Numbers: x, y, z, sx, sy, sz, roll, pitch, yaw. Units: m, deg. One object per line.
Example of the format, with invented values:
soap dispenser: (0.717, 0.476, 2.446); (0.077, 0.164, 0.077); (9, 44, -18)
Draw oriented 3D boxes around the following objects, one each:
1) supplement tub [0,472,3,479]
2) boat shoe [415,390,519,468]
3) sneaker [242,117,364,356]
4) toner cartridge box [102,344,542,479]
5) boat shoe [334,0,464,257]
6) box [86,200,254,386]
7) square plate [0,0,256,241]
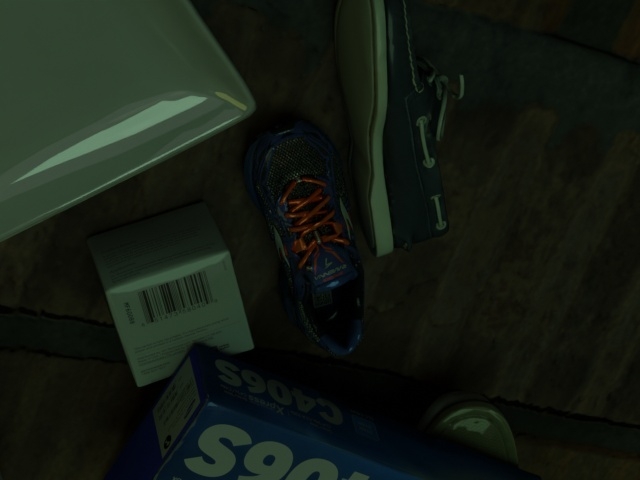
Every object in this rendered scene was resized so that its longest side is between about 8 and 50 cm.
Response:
supplement tub: (-0.398, 0.234, 1.177); (0.316, 0.193, 0.193); (-23, 124, -7)
boat shoe: (0.115, 0.254, 1.437); (0.113, 0.103, 0.302); (0, 120, -6)
sneaker: (0.000, 0.000, 1.257); (0.083, 0.087, 0.221); (-23, 124, -8)
toner cartridge box: (0.011, 0.221, 1.283); (0.348, 0.075, 0.165); (23, 117, -25)
boat shoe: (0.064, -0.098, 1.220); (0.079, 0.095, 0.254); (-14, 124, -11)
box: (-0.118, 0.042, 1.235); (0.101, 0.087, 0.102); (-18, 125, -9)
square plate: (-0.257, -0.121, 1.049); (0.344, 0.049, 0.347); (-25, 143, 5)
